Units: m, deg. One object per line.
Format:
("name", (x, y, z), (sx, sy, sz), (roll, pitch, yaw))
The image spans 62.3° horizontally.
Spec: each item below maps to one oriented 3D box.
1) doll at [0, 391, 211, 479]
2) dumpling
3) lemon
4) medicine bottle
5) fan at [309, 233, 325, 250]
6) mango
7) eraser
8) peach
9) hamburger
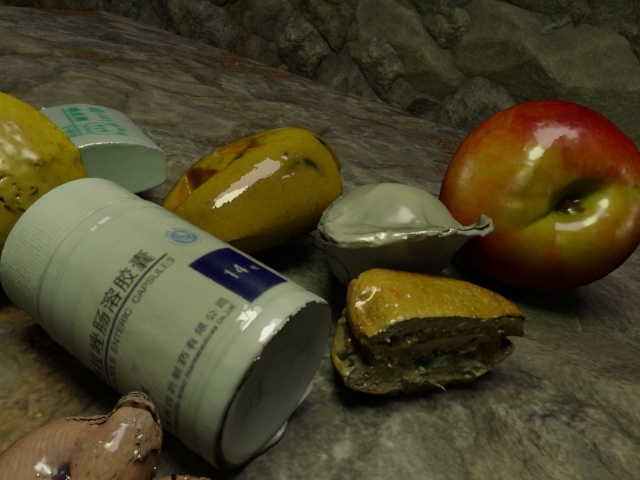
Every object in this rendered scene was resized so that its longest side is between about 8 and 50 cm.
("doll", (-0.107, 0.205, 0.390), (0.303, 0.156, 0.201), (15, 3, -2))
("dumpling", (0.136, -0.003, 0.841), (0.259, 0.341, 0.182), (-5, 63, 13))
("lemon", (-0.436, -0.065, 0.655), (0.310, 0.254, 0.253), (10, 27, -19))
("medicine bottle", (-0.170, 0.073, 0.578), (0.332, 0.190, 0.190), (27, 29, 23))
("fan", (0.000, 0.000, 1.013), (0.083, 0.004, 0.056), (29, 30, 28))
("mango", (-0.112, -0.067, 0.878), (0.252, 0.182, 0.365), (2, 31, 38))
("eraser", (-0.415, -0.171, 0.971), (0.189, 0.104, 0.290), (-4, 26, -34))
("peach", (0.415, -0.085, 1.018), (0.387, 0.389, 0.388), (12, 27, -6))
("hamburger", (0.131, 0.115, 0.708), (0.282, 0.144, 0.156), (3, 24, -31))
